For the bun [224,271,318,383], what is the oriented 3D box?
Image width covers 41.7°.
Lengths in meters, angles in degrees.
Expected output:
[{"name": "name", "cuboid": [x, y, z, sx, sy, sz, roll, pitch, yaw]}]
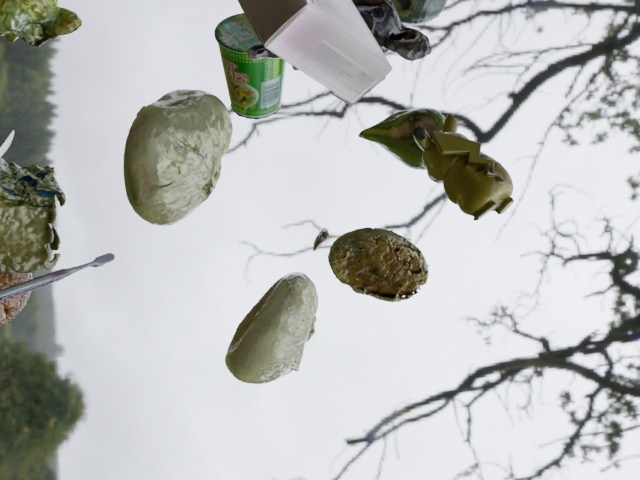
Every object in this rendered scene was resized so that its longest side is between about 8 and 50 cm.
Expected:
[{"name": "bun", "cuboid": [-0.069, 0.164, 1.482, 0.222, 0.127, 0.222, -49, -174, 7]}]

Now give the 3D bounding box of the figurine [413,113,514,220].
[{"name": "figurine", "cuboid": [0.384, -0.201, 2.307, 0.327, 0.218, 0.169, 44, -57, 27]}]

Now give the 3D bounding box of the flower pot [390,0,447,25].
[{"name": "flower pot", "cuboid": [0.229, -0.689, 2.281, 0.157, 0.243, 0.189, -52, 170, -43]}]

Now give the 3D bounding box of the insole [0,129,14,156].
[{"name": "insole", "cuboid": [-0.709, -0.177, 1.826, 0.065, 0.006, 0.193, -57, -167, 39]}]

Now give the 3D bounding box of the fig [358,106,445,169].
[{"name": "fig", "cuboid": [0.256, -0.325, 2.603, 0.206, 0.274, 0.206, 5, 90, -79]}]

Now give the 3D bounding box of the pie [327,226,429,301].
[{"name": "pie", "cuboid": [0.153, 0.068, 2.236, 0.274, 0.274, 0.055, 108, 1, -47]}]

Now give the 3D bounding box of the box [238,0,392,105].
[{"name": "box", "cuboid": [-0.020, -0.357, 1.349, 0.106, 0.251, 0.203, -38, -122, 23]}]

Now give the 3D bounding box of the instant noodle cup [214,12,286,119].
[{"name": "instant noodle cup", "cuboid": [-0.173, -0.461, 2.258, 0.207, 0.206, 0.233, -114, -163, -44]}]

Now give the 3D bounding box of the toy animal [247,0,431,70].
[{"name": "toy animal", "cuboid": [0.055, -0.439, 1.826, 0.302, 0.344, 0.194, 31, -47, 23]}]

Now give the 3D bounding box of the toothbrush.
[{"name": "toothbrush", "cuboid": [-0.580, 0.082, 1.809, 0.029, 0.354, 0.024, -34, -96, 35]}]

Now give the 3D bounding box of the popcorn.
[{"name": "popcorn", "cuboid": [-0.640, -0.514, 1.861, 0.198, 0.212, 0.198, -45, -155, 28]}]

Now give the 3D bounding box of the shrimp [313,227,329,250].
[{"name": "shrimp", "cuboid": [0.000, 0.000, 1.857, 0.059, 0.023, 0.108, -58, -176, 3]}]

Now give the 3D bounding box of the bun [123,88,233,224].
[{"name": "bun", "cuboid": [-0.346, -0.206, 2.102, 0.361, 0.213, 0.361, -60, 165, -27]}]

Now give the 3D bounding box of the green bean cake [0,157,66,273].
[{"name": "green bean cake", "cuboid": [-0.638, -0.100, 1.575, 0.202, 0.309, 0.285, 53, -49, 50]}]

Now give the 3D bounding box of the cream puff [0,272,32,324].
[{"name": "cream puff", "cuboid": [-0.923, 0.147, 2.255, 0.303, 0.302, 0.212, -149, -130, -67]}]
